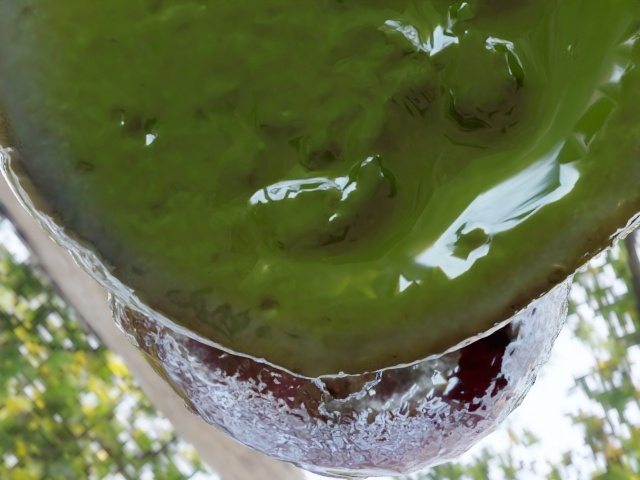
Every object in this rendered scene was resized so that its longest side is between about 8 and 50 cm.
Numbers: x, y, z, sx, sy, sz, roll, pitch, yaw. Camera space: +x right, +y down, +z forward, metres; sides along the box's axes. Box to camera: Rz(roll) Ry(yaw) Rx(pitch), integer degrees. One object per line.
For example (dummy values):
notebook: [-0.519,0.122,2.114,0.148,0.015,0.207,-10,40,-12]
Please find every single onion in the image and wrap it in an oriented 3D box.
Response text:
onion: [0.000,0.000,0.758,0.139,0.195,0.218,-61,-172,14]

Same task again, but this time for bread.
bread: [0.008,-0.077,0.515,0.236,0.236,0.070,-30,-158,0]
